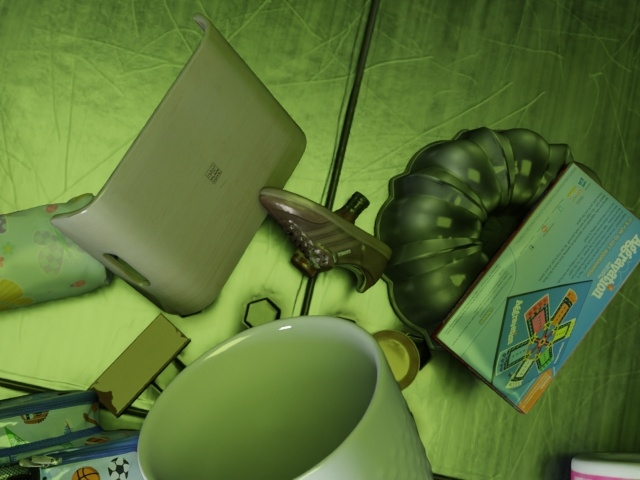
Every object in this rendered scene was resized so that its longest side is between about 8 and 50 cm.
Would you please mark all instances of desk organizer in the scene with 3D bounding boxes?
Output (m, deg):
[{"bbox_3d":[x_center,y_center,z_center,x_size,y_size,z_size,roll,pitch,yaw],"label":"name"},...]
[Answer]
[{"bbox_3d":[-0.222,0.154,1.118,0.050,0.047,0.130,43,78,1],"label":"desk organizer"}]

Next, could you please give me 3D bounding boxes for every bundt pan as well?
[{"bbox_3d":[0.243,-0.001,1.177,0.331,0.124,0.330,1,82,-10],"label":"bundt pan"}]

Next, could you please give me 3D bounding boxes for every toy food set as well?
[{"bbox_3d":[-0.159,-0.087,1.087,0.220,0.092,0.306,47,64,-44],"label":"toy food set"}]

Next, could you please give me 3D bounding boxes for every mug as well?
[{"bbox_3d":[-0.026,0.322,0.966,0.374,0.276,0.328,-56,132,-45],"label":"mug"}]

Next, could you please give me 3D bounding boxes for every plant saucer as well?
[{"bbox_3d":[0.088,0.158,1.184,0.083,0.015,0.083,1,82,-10],"label":"plant saucer"}]

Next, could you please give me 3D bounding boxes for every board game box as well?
[{"bbox_3d":[0.274,0.054,1.098,0.145,0.027,0.281,41,78,-1],"label":"board game box"}]

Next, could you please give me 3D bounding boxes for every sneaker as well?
[{"bbox_3d":[0.000,0.000,1.120,0.188,0.066,0.071,28,82,-14],"label":"sneaker"}]

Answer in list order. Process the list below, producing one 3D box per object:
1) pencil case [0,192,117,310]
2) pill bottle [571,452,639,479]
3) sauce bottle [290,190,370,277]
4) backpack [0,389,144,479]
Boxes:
[{"bbox_3d":[-0.385,0.020,1.076,0.273,0.113,0.124,-13,66,-11],"label":"pencil case"},{"bbox_3d":[0.396,0.414,1.126,0.160,0.160,0.283,2,82,-9],"label":"pill bottle"},{"bbox_3d":[0.016,-0.009,1.182,0.042,0.042,0.128,43,77,-2],"label":"sauce bottle"},{"bbox_3d":[-0.309,0.272,0.995,0.263,0.276,0.213,1,83,-22],"label":"backpack"}]
